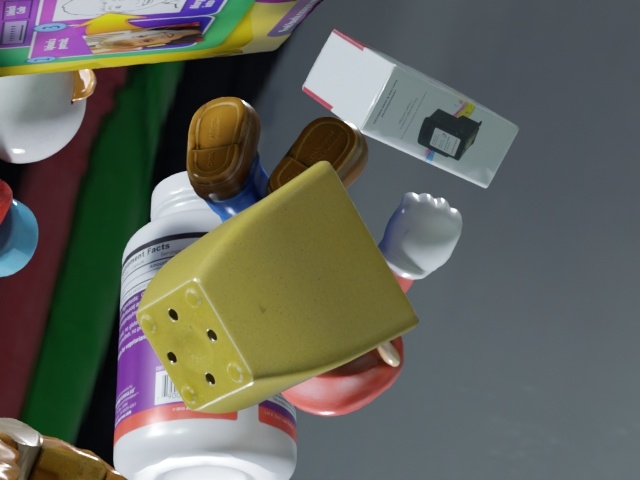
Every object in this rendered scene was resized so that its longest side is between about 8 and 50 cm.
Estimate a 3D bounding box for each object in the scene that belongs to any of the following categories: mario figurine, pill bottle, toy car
[{"bbox_3d":[0.000,0.000,1.161,0.170,0.198,0.320,-32,-35,-10],"label":"mario figurine"},{"bbox_3d":[-0.116,0.096,1.530,0.181,0.181,0.323,76,-169,-61],"label":"pill bottle"},{"bbox_3d":[-0.289,-0.120,1.269,0.238,0.210,0.219,-39,-28,8],"label":"toy car"}]

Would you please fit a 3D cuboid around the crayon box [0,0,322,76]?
[{"bbox_3d":[-0.143,-0.174,0.787,0.363,0.313,0.106,155,108,-75],"label":"crayon box"}]

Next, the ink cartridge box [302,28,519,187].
[{"bbox_3d":[0.090,-0.131,1.481,0.175,0.127,0.072,21,-78,-36],"label":"ink cartridge box"}]

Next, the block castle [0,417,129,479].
[{"bbox_3d":[-0.142,0.308,0.961,0.453,0.303,0.213,-132,65,-75],"label":"block castle"}]

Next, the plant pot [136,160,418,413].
[{"bbox_3d":[-0.026,0.028,0.625,0.083,0.081,0.081,-30,-89,-45],"label":"plant pot"}]
